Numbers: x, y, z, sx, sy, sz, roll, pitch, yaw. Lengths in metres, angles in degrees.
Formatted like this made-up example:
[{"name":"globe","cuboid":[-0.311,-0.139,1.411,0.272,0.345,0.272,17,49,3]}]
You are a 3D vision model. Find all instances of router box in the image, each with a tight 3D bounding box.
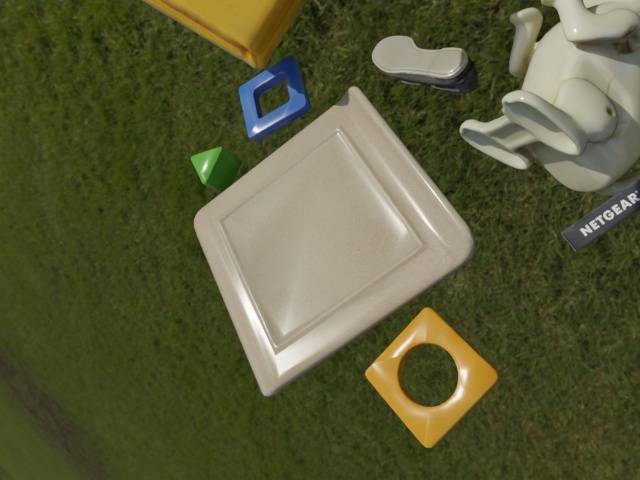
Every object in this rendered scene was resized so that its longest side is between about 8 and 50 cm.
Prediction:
[{"name":"router box","cuboid":[0.528,-0.060,0.878,0.046,0.133,0.179,57,138,17]}]

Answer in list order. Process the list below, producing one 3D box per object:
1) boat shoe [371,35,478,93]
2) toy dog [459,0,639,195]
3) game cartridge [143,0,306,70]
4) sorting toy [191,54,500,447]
[{"name":"boat shoe","cuboid":[0.256,-0.435,1.273,0.095,0.112,0.335,34,-177,-42]},{"name":"toy dog","cuboid":[0.528,-0.323,0.938,0.395,0.408,0.284,30,178,5]},{"name":"game cartridge","cuboid":[-0.086,-0.347,0.401,0.285,0.324,0.052,31,178,-1]},{"name":"sorting toy","cuboid":[0.000,0.000,0.405,0.196,0.047,0.348,-38,58,14]}]
